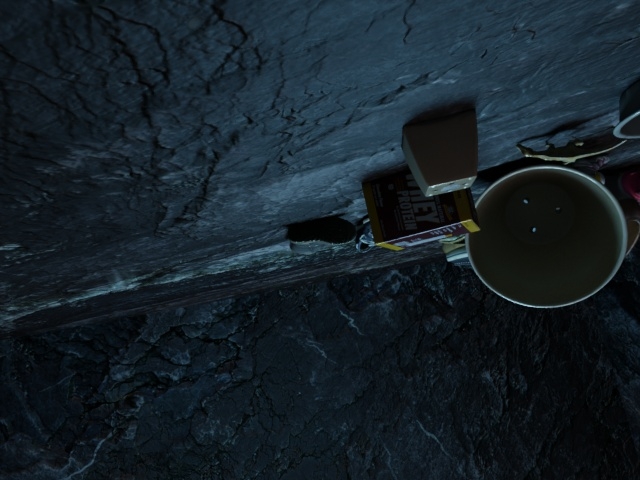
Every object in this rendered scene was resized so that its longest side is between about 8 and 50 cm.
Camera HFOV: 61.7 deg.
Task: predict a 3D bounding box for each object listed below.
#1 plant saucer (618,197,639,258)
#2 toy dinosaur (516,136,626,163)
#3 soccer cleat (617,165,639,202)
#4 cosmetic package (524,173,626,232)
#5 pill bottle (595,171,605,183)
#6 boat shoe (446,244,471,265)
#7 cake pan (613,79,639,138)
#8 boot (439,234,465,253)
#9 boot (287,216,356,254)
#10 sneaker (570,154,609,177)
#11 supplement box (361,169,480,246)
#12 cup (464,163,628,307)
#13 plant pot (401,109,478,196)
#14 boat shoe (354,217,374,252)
[{"bbox_3d":[0.806,0.022,1.526,0.311,0.050,0.310,-20,135,-21],"label":"plant saucer"},{"bbox_3d":[0.465,-0.163,1.002,0.183,0.053,0.093,2,-163,27],"label":"toy dinosaur"},{"bbox_3d":[0.985,-0.161,1.578,0.331,0.116,0.143,-9,170,-17],"label":"soccer cleat"},{"bbox_3d":[0.700,-0.081,1.585,0.385,0.156,0.217,-7,168,-25],"label":"cosmetic package"},{"bbox_3d":[0.688,-0.155,1.396,0.116,0.065,0.065,-5,169,-36],"label":"pill bottle"},{"bbox_3d":[0.679,0.074,1.852,0.501,0.155,0.187,-1,-174,31],"label":"boat shoe"},{"bbox_3d":[0.603,-0.236,0.820,0.293,0.054,0.293,-11,171,-2],"label":"cake pan"},{"bbox_3d":[0.514,-0.011,2.037,0.236,0.089,0.270,-29,162,35],"label":"boot"},{"bbox_3d":[0.001,-0.002,1.436,0.190,0.076,0.208,2,165,4],"label":"boot"},{"bbox_3d":[0.649,-0.164,1.278,0.098,0.069,0.038,-11,171,-6],"label":"sneaker"},{"bbox_3d":[0.216,-0.068,1.124,0.194,0.129,0.191,-15,170,20],"label":"supplement box"},{"bbox_3d":[0.525,-0.037,1.281,0.331,0.331,0.237,-16,-169,23],"label":"cup"},{"bbox_3d":[0.191,-0.127,0.832,0.109,0.096,0.109,-13,170,6],"label":"plant pot"},{"bbox_3d":[0.149,-0.021,1.493,0.095,0.079,0.254,-8,170,-21],"label":"boat shoe"}]
